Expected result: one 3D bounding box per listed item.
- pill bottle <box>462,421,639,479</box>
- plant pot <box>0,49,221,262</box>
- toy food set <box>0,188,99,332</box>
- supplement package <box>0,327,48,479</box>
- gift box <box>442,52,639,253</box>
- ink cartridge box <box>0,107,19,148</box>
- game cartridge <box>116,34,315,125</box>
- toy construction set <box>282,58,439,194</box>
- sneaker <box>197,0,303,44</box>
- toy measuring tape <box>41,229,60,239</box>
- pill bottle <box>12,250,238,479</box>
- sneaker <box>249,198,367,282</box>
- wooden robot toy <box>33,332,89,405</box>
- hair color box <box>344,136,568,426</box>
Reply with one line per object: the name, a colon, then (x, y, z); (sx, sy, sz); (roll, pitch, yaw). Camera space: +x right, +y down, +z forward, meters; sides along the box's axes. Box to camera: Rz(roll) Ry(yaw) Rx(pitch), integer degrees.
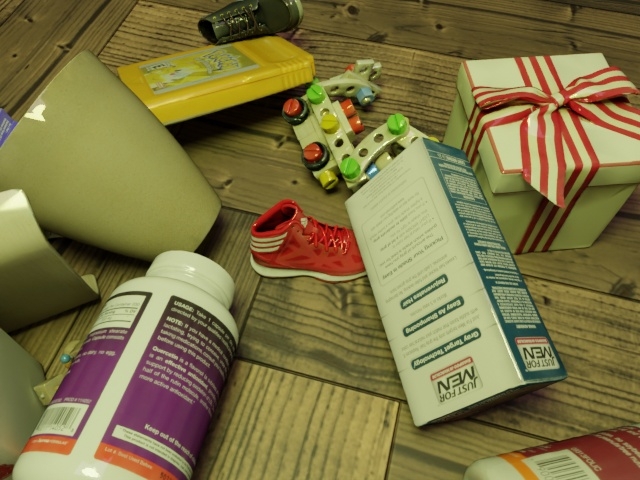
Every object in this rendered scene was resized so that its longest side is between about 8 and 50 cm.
pill bottle: (0.374, 0.309, 0.593); (0.392, 0.224, 0.224); (-9, 58, -7)
plant pot: (-0.293, -0.084, 0.816); (0.274, 0.256, 0.256); (37, 57, -21)
toy food set: (-0.433, 0.047, 0.714); (0.219, 0.306, 0.092); (-21, 74, -14)
supplement package: (-0.437, 0.194, 0.618); (0.177, 0.293, 0.175); (-22, 60, -14)
gift box: (0.343, -0.123, 0.851); (0.255, 0.258, 0.276); (-9, 57, -6)
ink cartridge box: (-0.637, -0.152, 0.988); (0.208, 0.045, 0.206); (2, 57, -1)
game cartridge: (-0.198, -0.308, 1.024); (0.323, 0.053, 0.285); (-22, 35, -13)
toy construction set: (0.063, -0.202, 0.963); (0.215, 0.151, 0.328); (-27, 50, 11)
sneaker: (-0.137, -0.424, 1.084); (0.222, 0.083, 0.118); (13, 43, 45)
toy measuring tape: (-0.464, -0.043, 0.878); (0.330, 0.121, 0.121); (-4, 57, -3)
pill bottle: (-0.212, 0.173, 0.688); (0.181, 0.181, 0.323); (11, 49, 6)
sneaker: (0.000, 0.000, 0.845); (0.221, 0.128, 0.087); (-7, 57, -5)
wooden robot toy: (-0.331, 0.168, 0.781); (0.079, 0.076, 0.173); (-19, 26, 32)
hair color box: (0.165, 0.052, 0.759); (0.105, 0.174, 0.347); (8, 56, -38)
